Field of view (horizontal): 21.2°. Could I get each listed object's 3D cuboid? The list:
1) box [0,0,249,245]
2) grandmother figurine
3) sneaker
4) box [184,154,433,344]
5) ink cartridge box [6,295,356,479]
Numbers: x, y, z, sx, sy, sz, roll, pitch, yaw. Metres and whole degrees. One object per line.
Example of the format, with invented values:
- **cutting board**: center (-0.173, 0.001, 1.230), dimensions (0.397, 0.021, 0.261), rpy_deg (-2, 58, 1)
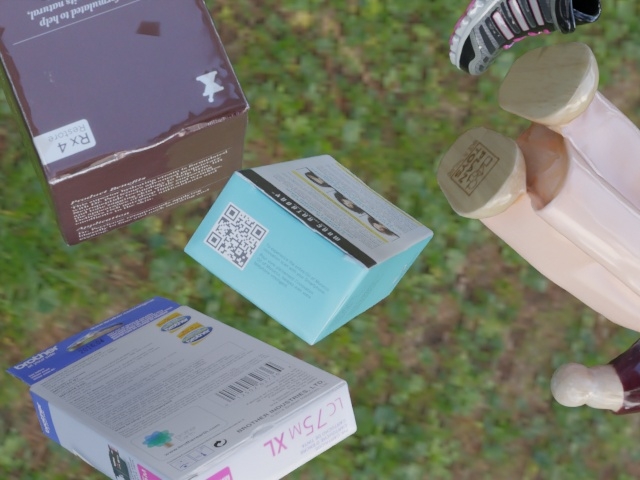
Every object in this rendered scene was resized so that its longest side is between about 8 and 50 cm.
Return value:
- **box**: center (-0.166, -0.120, 1.400), dimensions (0.168, 0.203, 0.167), rpy_deg (-21, 78, -10)
- **grandmother figurine**: center (0.225, 0.028, 1.076), dimensions (0.342, 0.104, 0.208), rpy_deg (34, 104, -29)
- **sneaker**: center (0.146, -0.157, 1.142), dimensions (0.075, 0.170, 0.063), rpy_deg (37, 48, 1)
- **box**: center (0.000, 0.000, 1.117), dimensions (0.060, 0.100, 0.244), rpy_deg (-55, 172, 12)
- **ink cartridge box**: center (-0.134, 0.146, 1.562), dimensions (0.186, 0.311, 0.065), rpy_deg (-28, 122, -29)
